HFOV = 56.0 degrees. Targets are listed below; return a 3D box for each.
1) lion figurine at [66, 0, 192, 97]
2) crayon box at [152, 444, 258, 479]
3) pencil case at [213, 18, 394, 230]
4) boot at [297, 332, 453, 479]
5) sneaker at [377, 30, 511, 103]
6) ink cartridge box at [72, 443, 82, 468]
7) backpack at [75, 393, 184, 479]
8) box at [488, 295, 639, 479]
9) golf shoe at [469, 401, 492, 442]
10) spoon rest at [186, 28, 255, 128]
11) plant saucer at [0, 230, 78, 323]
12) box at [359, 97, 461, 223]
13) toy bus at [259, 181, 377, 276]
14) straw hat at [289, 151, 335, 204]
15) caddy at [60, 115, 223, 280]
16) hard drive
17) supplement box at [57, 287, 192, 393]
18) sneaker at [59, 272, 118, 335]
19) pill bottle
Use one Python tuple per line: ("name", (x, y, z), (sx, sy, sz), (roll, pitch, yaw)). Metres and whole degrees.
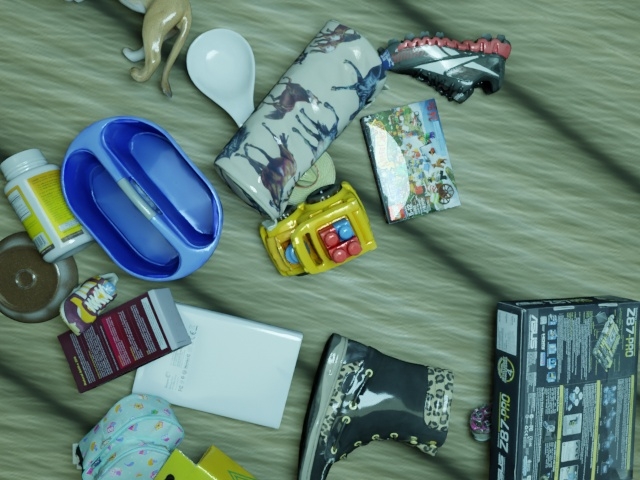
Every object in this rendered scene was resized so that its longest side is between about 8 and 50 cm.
("lion figurine", (-0.360, -0.498, 1.174), (0.240, 0.142, 0.392), (-41, 100, 11))
("crayon box", (-0.195, 0.558, 1.202), (0.319, 0.081, 0.202), (37, 107, 4))
("pencil case", (-0.032, -0.224, 1.162), (0.183, 0.160, 0.410), (41, 77, -15))
("boot", (0.108, 0.405, 1.266), (0.285, 0.138, 0.377), (13, 87, -3))
("sneaker", (0.255, -0.352, 1.239), (0.276, 0.097, 0.134), (1, 91, -4))
("ink cartridge box", (-0.494, 0.463, 1.290), (0.083, 0.028, 0.048), (0, 93, -2))
("backpack", (-0.373, 0.410, 1.213), (0.166, 0.144, 0.188), (36, 90, -42))
("box", (0.510, 0.318, 1.248), (0.319, 0.097, 0.394), (-1, 94, -20))
("golf shoe", (0.404, 0.374, 1.316), (0.186, 0.067, 0.085), (-27, 135, -11))
("spoon rest", (-0.173, -0.301, 1.231), (0.137, 0.084, 0.276), (-26, 95, -1))
("plant saucer", (-0.612, 0.079, 1.259), (0.199, 0.036, 0.198), (0, 93, -3))
("box", (0.190, -0.166, 1.274), (0.159, 0.044, 0.232), (-15, 94, -2))
("toy bus", (0.000, 0.000, 1.184), (0.220, 0.211, 0.149), (-25, 109, 1))
("straw hat", (-0.038, -0.143, 1.258), (0.145, 0.061, 0.144), (0, 93, -3))
("caddy", (-0.343, -0.082, 1.190), (0.241, 0.179, 0.341), (-40, 95, 1))
("hard drive", (-0.218, 0.262, 1.284), (0.319, 0.040, 0.210), (14, 93, -3))
("supplement box", (-0.399, 0.202, 1.225), (0.240, 0.073, 0.130), (-25, 84, 11))
("sneaker", (-0.452, 0.115, 1.193), (0.084, 0.185, 0.069), (-30, 115, 2))
("pill bottle", (-0.549, -0.071, 1.210), (0.117, 0.117, 0.214), (-29, 93, -1))
